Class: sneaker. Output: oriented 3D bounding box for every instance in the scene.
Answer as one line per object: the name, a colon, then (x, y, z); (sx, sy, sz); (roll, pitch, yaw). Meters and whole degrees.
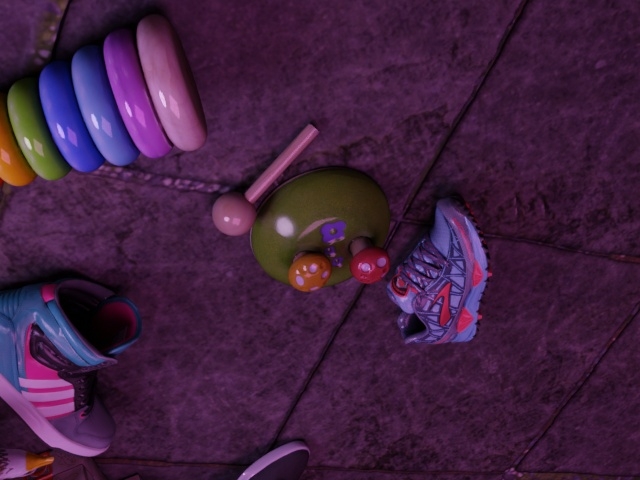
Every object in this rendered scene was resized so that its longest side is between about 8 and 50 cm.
sneaker: (0.153, 0.054, 1.357); (0.125, 0.104, 0.262); (-12, 133, -10)
sneaker: (-0.288, 0.148, 1.251); (0.178, 0.124, 0.295); (-22, 134, 11)
sneaker: (-0.090, 0.442, 1.521); (0.296, 0.147, 0.105); (-45, 140, -14)

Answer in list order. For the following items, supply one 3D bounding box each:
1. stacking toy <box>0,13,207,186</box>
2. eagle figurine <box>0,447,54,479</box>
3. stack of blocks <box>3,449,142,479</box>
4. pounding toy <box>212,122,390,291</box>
stacking toy: (-0.288, -0.114, 1.018); (0.330, 0.141, 0.141); (-17, 134, 1)
eagle figurine: (-0.414, 0.268, 1.149); (0.225, 0.226, 0.298); (27, 146, -9)
stack of blocks: (-0.330, 0.418, 1.490); (0.171, 0.087, 0.297); (-22, 134, -3)
pounding toy: (0.000, 0.000, 1.239); (0.183, 0.110, 0.237); (-36, 134, 11)
